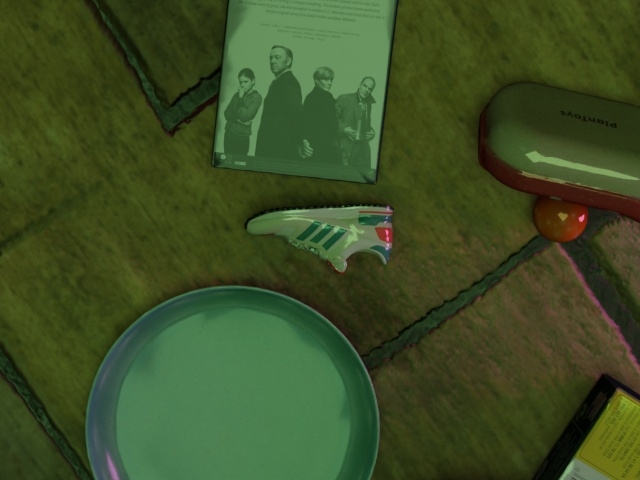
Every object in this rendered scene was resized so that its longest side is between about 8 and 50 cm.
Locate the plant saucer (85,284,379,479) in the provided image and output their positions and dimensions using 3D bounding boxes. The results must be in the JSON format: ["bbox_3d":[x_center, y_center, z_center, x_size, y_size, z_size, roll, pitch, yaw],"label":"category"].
[{"bbox_3d":[-0.095,0.202,1.596,0.318,0.044,0.317,0,98,-1],"label":"plant saucer"}]

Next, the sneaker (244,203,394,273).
[{"bbox_3d":[0.000,0.000,1.564,0.161,0.057,0.075,-3,92,-4],"label":"sneaker"}]

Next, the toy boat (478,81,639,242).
[{"bbox_3d":[0.269,-0.063,1.538,0.231,0.151,0.151,13,127,-2],"label":"toy boat"}]

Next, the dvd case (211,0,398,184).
[{"bbox_3d":[-0.015,-0.187,1.554,0.179,0.029,0.238,6,97,-2],"label":"dvd case"}]

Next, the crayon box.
[{"bbox_3d":[0.393,0.316,1.603,0.318,0.081,0.202,33,96,-5],"label":"crayon box"}]
